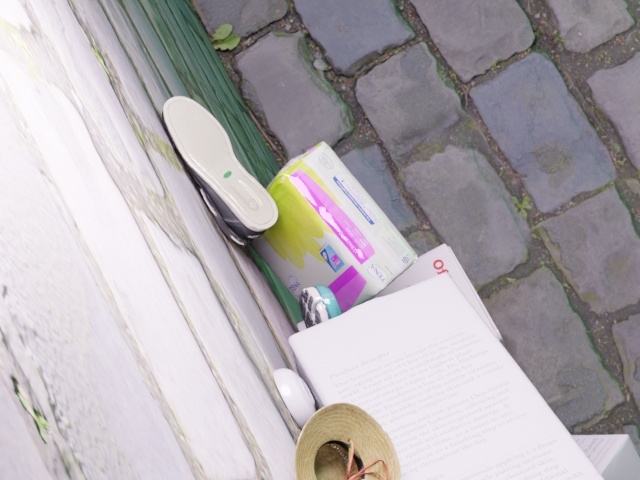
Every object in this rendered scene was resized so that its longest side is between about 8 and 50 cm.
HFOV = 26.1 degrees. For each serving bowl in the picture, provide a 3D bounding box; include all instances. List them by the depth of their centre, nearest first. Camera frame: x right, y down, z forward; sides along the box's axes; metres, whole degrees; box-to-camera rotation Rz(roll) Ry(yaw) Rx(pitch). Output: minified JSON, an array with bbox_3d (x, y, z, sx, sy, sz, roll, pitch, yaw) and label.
[{"bbox_3d":[-0.027,0.190,1.686,0.083,0.027,0.083,60,4,-6],"label":"serving bowl"}]

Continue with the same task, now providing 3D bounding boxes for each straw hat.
[{"bbox_3d":[0.011,0.245,1.467,0.061,0.144,0.144,-16,-72,51],"label":"straw hat"}]

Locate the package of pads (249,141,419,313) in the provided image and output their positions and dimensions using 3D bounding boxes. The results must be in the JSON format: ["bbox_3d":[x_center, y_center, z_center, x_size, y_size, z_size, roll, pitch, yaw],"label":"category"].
[{"bbox_3d":[0.000,0.000,2.033,0.229,0.101,0.296,50,-23,3],"label":"package of pads"}]

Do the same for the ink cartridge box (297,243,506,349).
[{"bbox_3d":[0.134,0.165,2.195,0.201,0.278,0.117,63,4,31],"label":"ink cartridge box"}]

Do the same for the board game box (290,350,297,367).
[{"bbox_3d":[0.025,0.250,1.929,0.136,0.035,0.201,59,4,-39],"label":"board game box"}]

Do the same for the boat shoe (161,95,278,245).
[{"bbox_3d":[-0.156,-0.097,1.952,0.233,0.084,0.079,55,-35,5],"label":"boat shoe"}]

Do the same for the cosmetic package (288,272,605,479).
[{"bbox_3d":[0.149,0.251,1.633,0.453,0.230,0.161,-122,-168,-53],"label":"cosmetic package"}]

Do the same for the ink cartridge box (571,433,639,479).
[{"bbox_3d":[0.293,0.392,1.973,0.307,0.223,0.129,-10,-63,49],"label":"ink cartridge box"}]

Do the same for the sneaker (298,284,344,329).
[{"bbox_3d":[0.049,0.139,1.972,0.107,0.110,0.275,62,3,40],"label":"sneaker"}]
